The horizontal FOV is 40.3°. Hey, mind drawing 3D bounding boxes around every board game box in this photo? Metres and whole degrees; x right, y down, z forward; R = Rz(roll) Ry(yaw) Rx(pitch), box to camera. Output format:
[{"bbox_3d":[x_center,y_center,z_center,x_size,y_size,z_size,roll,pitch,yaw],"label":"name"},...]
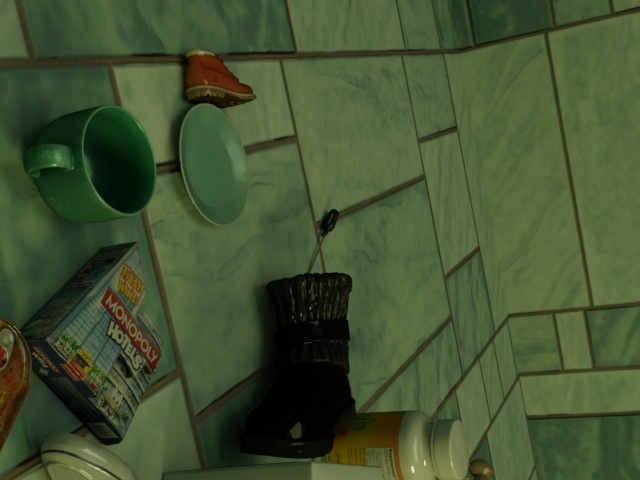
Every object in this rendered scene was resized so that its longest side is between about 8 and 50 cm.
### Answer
[{"bbox_3d":[-0.248,0.106,1.032,0.194,0.060,0.194,61,33,-37],"label":"board game box"}]

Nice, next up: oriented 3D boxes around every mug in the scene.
[{"bbox_3d":[-0.273,-0.091,0.996,0.158,0.097,0.129,51,40,-46],"label":"mug"}]

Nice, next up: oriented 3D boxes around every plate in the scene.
[{"bbox_3d":[-0.165,-0.112,1.312,0.188,0.024,0.188,33,53,-58],"label":"plate"}]

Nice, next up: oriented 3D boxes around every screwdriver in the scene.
[{"bbox_3d":[0.000,0.000,1.633,0.025,0.024,0.170,41,46,-12],"label":"screwdriver"}]

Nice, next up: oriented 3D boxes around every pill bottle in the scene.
[{"bbox_3d":[0.124,0.365,1.511,0.136,0.245,0.136,30,56,-59],"label":"pill bottle"}]

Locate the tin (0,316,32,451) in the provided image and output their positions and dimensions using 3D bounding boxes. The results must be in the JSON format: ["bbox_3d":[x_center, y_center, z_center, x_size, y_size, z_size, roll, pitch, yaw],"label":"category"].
[{"bbox_3d":[-0.346,0.160,0.842,0.106,0.040,0.190,62,31,-43],"label":"tin"}]

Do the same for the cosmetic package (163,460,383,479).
[{"bbox_3d":[-0.055,0.371,1.159,0.224,0.224,0.138,30,54,-59],"label":"cosmetic package"}]

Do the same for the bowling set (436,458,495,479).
[{"bbox_3d":[0.186,0.507,1.739,0.287,0.200,0.154,22,47,-13],"label":"bowling set"}]

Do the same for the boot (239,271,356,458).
[{"bbox_3d":[-0.035,0.183,1.362,0.348,0.131,0.260,-11,99,-75],"label":"boot"}]

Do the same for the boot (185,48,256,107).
[{"bbox_3d":[-0.153,-0.250,1.345,0.158,0.059,0.085,0,78,-63],"label":"boot"}]

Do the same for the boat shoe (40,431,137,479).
[{"bbox_3d":[-0.239,0.300,0.964,0.076,0.083,0.226,-75,147,-42],"label":"boat shoe"}]
